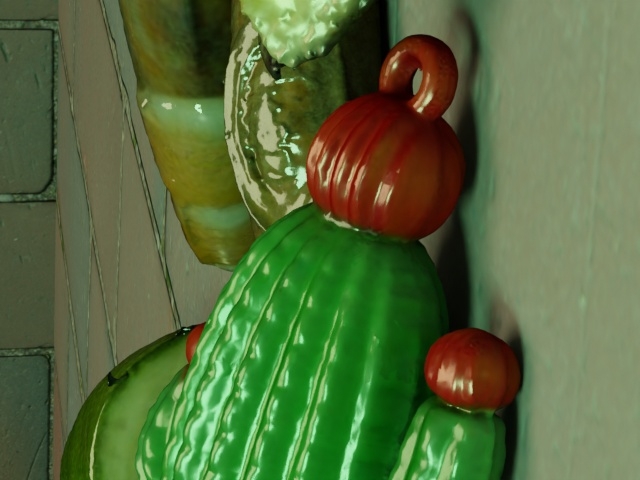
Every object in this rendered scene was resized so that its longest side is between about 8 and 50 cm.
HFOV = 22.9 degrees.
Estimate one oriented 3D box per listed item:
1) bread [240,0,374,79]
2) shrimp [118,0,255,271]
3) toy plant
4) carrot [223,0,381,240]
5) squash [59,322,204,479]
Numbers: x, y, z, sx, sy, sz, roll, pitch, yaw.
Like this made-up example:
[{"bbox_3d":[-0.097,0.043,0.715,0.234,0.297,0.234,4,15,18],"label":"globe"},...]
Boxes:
[{"bbox_3d":[-0.005,-0.151,0.556,0.160,0.169,0.140,46,115,17],"label":"bread"},{"bbox_3d":[-0.065,-0.181,0.795,0.445,0.085,0.272,86,175,-49],"label":"shrimp"},{"bbox_3d":[0.005,0.061,0.561,0.240,0.088,0.154,-53,47,32],"label":"toy plant"},{"bbox_3d":[0.000,0.000,0.652,0.070,0.070,0.342,159,107,-76],"label":"carrot"},{"bbox_3d":[-0.129,0.160,1.128,0.289,0.111,0.203,163,107,-78],"label":"squash"}]
